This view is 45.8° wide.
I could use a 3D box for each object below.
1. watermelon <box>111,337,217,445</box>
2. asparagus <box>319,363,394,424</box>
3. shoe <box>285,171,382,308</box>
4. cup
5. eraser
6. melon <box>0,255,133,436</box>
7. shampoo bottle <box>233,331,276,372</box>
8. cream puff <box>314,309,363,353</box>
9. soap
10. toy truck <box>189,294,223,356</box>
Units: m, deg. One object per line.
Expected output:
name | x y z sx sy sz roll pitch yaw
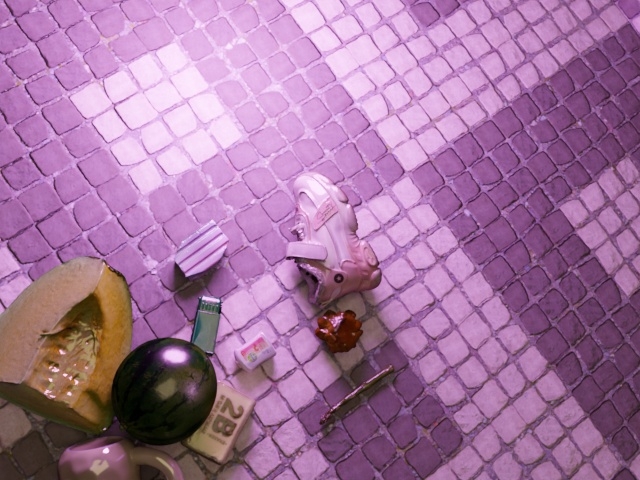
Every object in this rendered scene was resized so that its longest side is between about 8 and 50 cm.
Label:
watermelon | -0.352 0.339 1.712 0.242 0.242 0.242 4 74 -14
asparagus | 0.091 0.390 1.933 0.248 0.025 0.024 -32 100 -21
shoe | 0.000 -0.001 1.940 0.198 0.172 0.351 -28 82 -17
cup | -0.439 0.535 1.627 0.173 0.255 0.202 -6 88 -60
eraser | -0.242 0.435 1.813 0.117 0.058 0.172 31 70 -5
melon | -0.558 0.218 1.712 0.331 0.226 0.343 27 59 -9
shampoo bottle | -0.168 0.282 1.883 0.099 0.043 0.072 -33 85 -21
cream puff | 0.044 0.231 1.933 0.122 0.094 0.116 18 73 -34
soap | -0.302 0.031 1.910 0.149 0.056 0.100 -39 85 -21
toy truck | -0.281 0.207 1.856 0.065 0.079 0.147 13 70 -11
